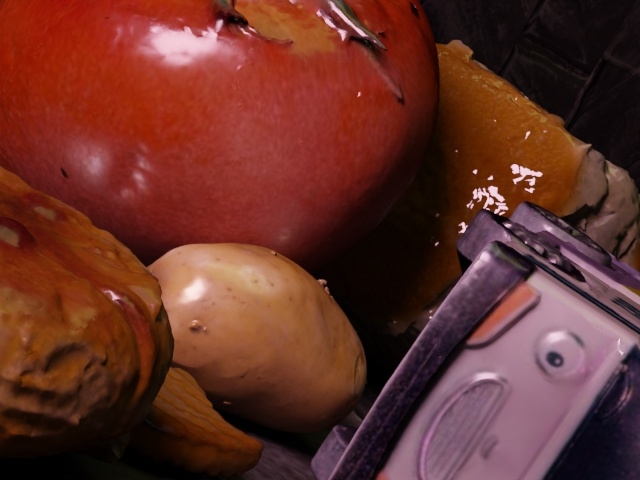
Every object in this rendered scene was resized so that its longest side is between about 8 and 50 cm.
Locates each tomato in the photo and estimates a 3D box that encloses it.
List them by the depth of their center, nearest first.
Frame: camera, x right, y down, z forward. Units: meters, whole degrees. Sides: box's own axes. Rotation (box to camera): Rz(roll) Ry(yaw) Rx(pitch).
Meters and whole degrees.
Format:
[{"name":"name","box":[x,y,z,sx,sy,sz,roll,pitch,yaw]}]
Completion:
[{"name":"tomato","box":[-0.073,-0.097,1.429,0.341,0.272,0.341,10,28,-5]}]

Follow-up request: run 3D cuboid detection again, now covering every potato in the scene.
[{"name":"potato","box":[-0.044,0.060,1.287,0.178,0.109,0.118,31,-15,-36]}]

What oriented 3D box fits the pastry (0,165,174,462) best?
[{"name":"pastry","box":[-0.181,0.024,1.002,0.218,0.100,0.229,38,22,20]}]

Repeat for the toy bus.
[{"name":"toy bus","box":[0.162,0.127,1.283,0.249,0.209,0.440,34,8,9]}]

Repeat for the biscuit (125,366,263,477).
[{"name":"biscuit","box":[-0.149,0.065,1.160,0.228,0.031,0.176,37,10,35]}]

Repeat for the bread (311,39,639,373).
[{"name":"bread","box":[0.109,-0.001,1.620,0.279,0.250,0.225,36,-6,33]}]
